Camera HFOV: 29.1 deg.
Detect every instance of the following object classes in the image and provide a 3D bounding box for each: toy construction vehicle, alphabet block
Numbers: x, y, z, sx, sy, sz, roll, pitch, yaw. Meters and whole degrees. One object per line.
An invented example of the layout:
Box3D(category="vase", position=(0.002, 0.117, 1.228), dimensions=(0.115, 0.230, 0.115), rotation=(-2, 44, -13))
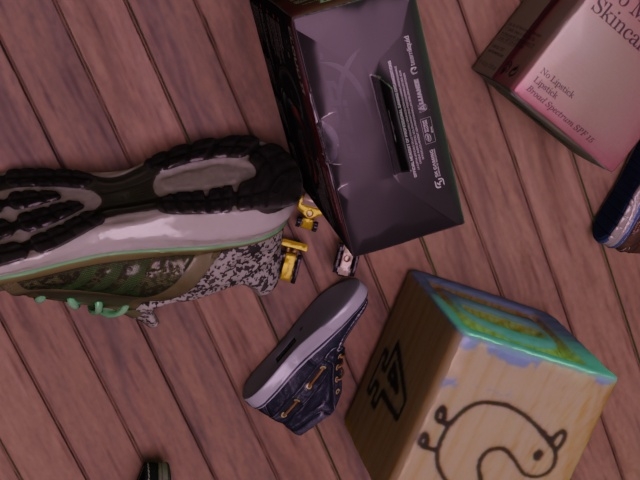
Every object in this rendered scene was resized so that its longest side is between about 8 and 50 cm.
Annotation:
Box3D(category="toy construction vehicle", position=(0.000, 0.000, 1.303), dimensions=(0.086, 0.035, 0.098), rotation=(12, 102, -4))
Box3D(category="alphabet block", position=(0.161, 0.171, 1.304), dimensions=(0.192, 0.193, 0.197), rotation=(18, 103, -15))

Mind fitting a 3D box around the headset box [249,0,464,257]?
Box3D(category="headset box", position=(0.029, -0.129, 1.125), dimensions=(0.110, 0.293, 0.218), rotation=(-17, 109, -6))

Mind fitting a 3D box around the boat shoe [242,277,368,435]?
Box3D(category="boat shoe", position=(0.004, 0.125, 1.328), dimensions=(0.083, 0.065, 0.183), rotation=(38, 103, -21))

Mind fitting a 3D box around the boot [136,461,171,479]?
Box3D(category="boot", position=(-0.267, 0.331, 1.322), dimensions=(0.179, 0.085, 0.236), rotation=(17, 104, -14))

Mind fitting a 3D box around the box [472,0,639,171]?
Box3D(category="box", position=(0.293, -0.211, 1.243), dimensions=(0.149, 0.127, 0.232), rotation=(35, 98, -19))

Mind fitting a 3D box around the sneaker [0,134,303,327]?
Box3D(category="sneaker", position=(-0.213, 0.030, 1.217), dimensions=(0.411, 0.158, 0.182), rotation=(-9, 127, -4))

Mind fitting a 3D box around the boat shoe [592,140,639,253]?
Box3D(category="boat shoe", position=(0.370, -0.068, 1.345), dimensions=(0.066, 0.066, 0.183), rotation=(23, 112, -23))
